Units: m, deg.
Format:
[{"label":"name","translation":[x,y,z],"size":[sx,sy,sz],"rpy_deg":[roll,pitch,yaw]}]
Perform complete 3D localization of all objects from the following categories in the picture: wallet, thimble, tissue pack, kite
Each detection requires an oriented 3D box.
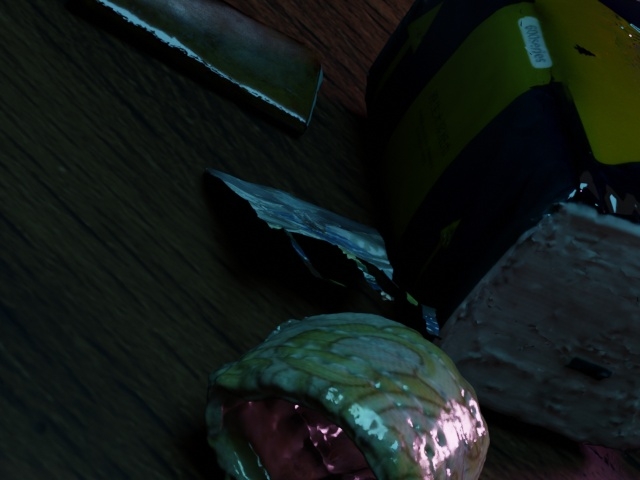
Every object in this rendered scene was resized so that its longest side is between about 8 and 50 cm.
[{"label":"wallet","translation":[-0.112,-0.200,1.420],"size":[0.255,0.031,0.137],"rpy_deg":[29,33,-13]},{"label":"thimble","translation":[0.015,0.129,1.034],"size":[0.190,0.137,0.143],"rpy_deg":[40,32,16]},{"label":"tissue pack","translation":[0.212,-0.054,1.344],"size":[0.264,0.253,0.416],"rpy_deg":[21,34,-23]},{"label":"kite","translation":[-0.001,0.002,1.184],"size":[0.169,0.015,0.310],"rpy_deg":[22,10,-16]}]
